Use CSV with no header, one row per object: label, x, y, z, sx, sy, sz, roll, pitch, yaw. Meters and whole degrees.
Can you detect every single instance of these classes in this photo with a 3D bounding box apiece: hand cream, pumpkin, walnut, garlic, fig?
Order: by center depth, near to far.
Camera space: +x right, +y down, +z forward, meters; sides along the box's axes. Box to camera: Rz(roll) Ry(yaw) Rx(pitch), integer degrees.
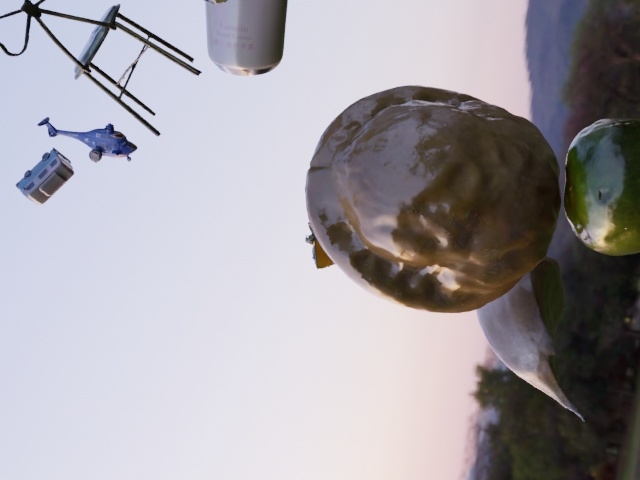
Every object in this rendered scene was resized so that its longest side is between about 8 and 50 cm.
fig,0.491,-0.087,1.454,0.206,0.274,0.206,-8,-90,-87
hand cream,-0.111,-0.432,1.531,0.118,0.185,0.359,-53,-30,-56
walnut,0.187,-0.070,1.579,0.383,0.383,0.384,10,-90,-78
pumpkin,0.000,0.000,1.765,0.074,0.053,0.083,-107,17,-73
garlic,0.381,0.145,1.784,0.151,0.196,0.338,-52,15,29

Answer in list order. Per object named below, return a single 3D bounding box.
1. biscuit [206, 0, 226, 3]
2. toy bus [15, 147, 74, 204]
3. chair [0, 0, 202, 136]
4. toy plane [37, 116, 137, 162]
biscuit,-0.216,-0.424,1.350,0.099,0.322,0.038,-47,-20,-6
toy bus,-0.603,-0.134,2.236,0.123,0.075,0.060,-43,-45,3
chair,-0.369,-0.327,1.685,0.160,0.325,0.170,-55,22,11
toy plane,-0.376,-0.169,1.657,0.054,0.167,0.062,-65,-15,-58
